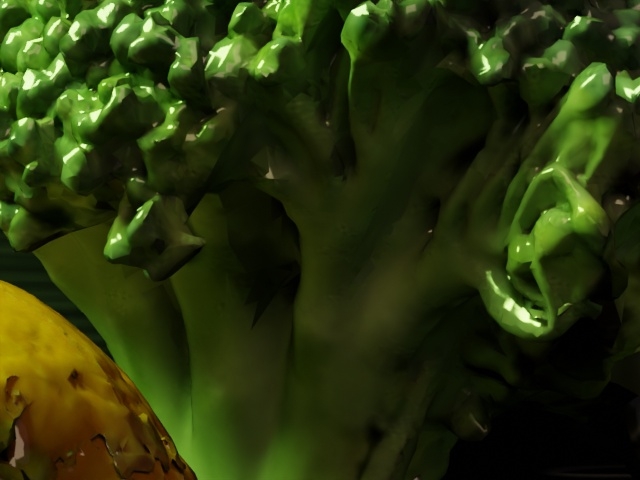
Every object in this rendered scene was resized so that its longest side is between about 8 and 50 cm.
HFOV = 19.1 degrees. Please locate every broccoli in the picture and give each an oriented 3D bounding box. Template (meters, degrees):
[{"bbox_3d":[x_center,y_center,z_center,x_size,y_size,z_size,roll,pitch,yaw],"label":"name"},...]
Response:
[{"bbox_3d":[0.003,-0.025,0.728,0.334,0.272,0.324,9,30,7],"label":"broccoli"}]

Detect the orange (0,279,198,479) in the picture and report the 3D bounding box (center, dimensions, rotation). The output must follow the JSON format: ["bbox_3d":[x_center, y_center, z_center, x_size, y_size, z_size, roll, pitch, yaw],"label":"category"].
[{"bbox_3d":[-0.147,0.129,0.572,0.246,0.246,0.246,8,47,-9],"label":"orange"}]
